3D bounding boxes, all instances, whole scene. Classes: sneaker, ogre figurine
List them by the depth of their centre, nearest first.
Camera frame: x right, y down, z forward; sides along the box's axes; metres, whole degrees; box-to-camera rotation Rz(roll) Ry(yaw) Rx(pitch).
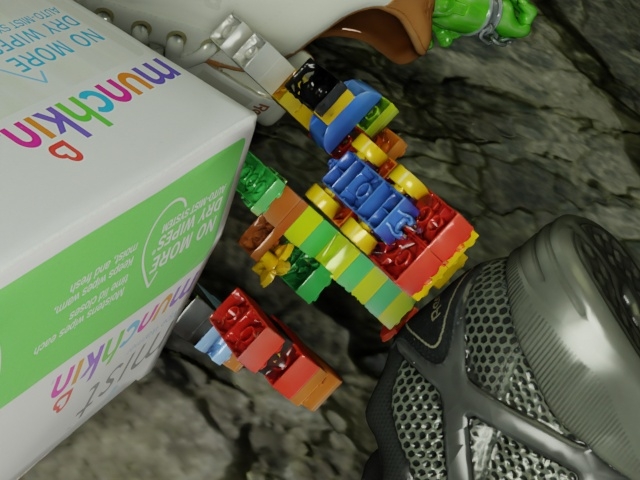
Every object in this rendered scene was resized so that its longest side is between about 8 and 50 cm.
[{"bbox_3d":[0.093,0.115,0.478,0.228,0.130,0.087,56,27,-6],"label":"sneaker"},{"bbox_3d":[-0.071,-0.111,0.658,0.290,0.123,0.106,-10,1,-19],"label":"sneaker"},{"bbox_3d":[0.019,-0.170,0.814,0.197,0.097,0.118,52,26,16],"label":"ogre figurine"}]

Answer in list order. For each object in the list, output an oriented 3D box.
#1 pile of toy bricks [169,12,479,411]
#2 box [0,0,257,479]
[{"bbox_3d":[0.000,0.000,0.567,0.105,0.118,0.212,41,3,-34],"label":"pile of toy bricks"},{"bbox_3d":[-0.187,-0.007,0.396,0.231,0.127,0.262,32,31,12],"label":"box"}]
